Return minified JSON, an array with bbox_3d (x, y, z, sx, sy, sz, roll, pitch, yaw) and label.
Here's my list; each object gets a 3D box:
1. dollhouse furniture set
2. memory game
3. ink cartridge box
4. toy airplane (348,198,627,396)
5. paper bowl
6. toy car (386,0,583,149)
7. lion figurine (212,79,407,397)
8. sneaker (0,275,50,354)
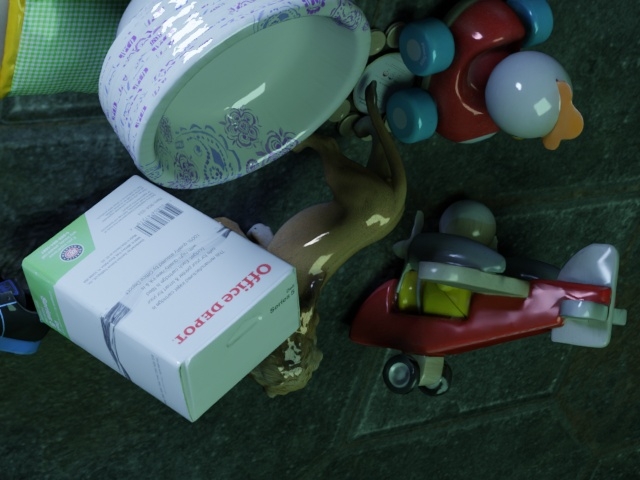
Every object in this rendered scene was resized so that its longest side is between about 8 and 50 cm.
[{"bbox_3d":[-0.253,-0.243,1.396,0.198,0.151,0.301,-1,129,-19],"label":"dollhouse furniture set"},{"bbox_3d":[0.085,-0.213,1.824,0.186,0.012,0.186,-21,138,-21],"label":"memory game"},{"bbox_3d":[-0.188,0.064,1.633,0.198,0.273,0.114,-41,145,-30],"label":"ink cartridge box"},{"bbox_3d":[0.259,0.061,2.013,0.385,0.272,0.386,-7,165,-17],"label":"toy airplane"},{"bbox_3d":[-0.100,-0.197,1.423,0.284,0.148,0.284,-28,158,-12],"label":"paper bowl"},{"bbox_3d":[0.248,-0.186,1.780,0.219,0.238,0.210,-18,136,-32],"label":"toy car"},{"bbox_3d":[0.000,0.000,1.771,0.142,0.240,0.392,18,117,-46],"label":"lion figurine"},{"bbox_3d":[-0.426,0.083,1.664,0.232,0.081,0.090,7,120,-49],"label":"sneaker"}]
